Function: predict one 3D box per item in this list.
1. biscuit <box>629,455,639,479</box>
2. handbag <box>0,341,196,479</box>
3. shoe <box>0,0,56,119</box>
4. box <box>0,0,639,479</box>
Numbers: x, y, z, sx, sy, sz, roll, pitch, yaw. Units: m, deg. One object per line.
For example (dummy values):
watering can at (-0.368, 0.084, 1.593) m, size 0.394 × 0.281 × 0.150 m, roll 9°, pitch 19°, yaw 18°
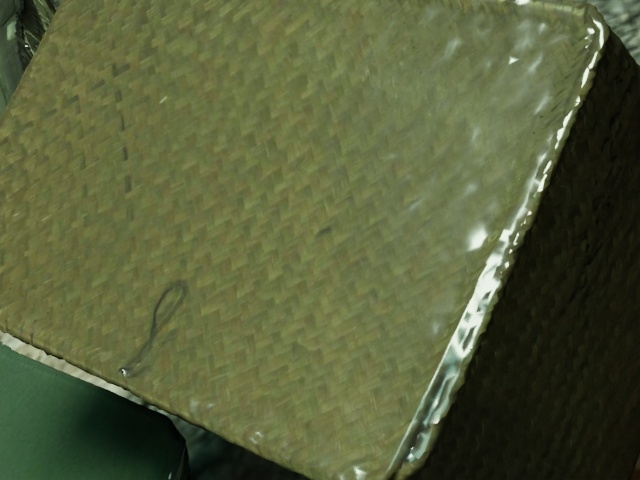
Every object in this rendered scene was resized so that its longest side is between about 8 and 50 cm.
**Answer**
biscuit at (0.150, 0.065, 0.599) m, size 0.333 × 0.047 × 0.202 m, roll -18°, pitch 40°, yaw 21°
handbag at (-0.188, 0.170, 0.708) m, size 0.260 × 0.079 × 0.247 m, roll 19°, pitch 62°, yaw 47°
shoe at (-0.235, -0.091, 1.008) m, size 0.149 × 0.109 × 0.293 m, roll -35°, pitch 34°, yaw 5°
box at (-0.001, -0.001, 0.595) m, size 0.273 × 0.143 × 0.184 m, roll 17°, pitch 77°, yaw 41°
